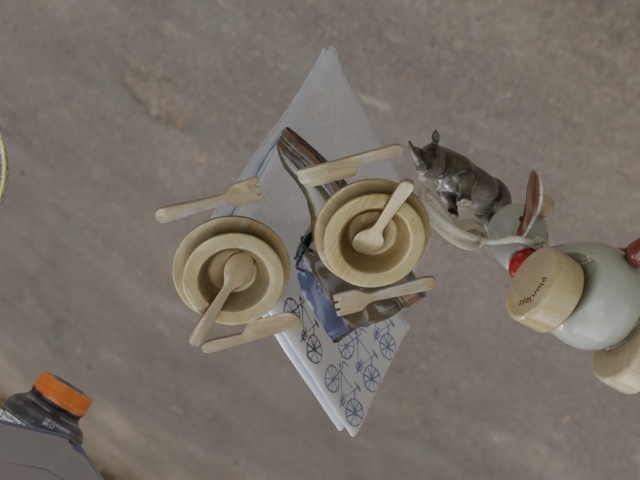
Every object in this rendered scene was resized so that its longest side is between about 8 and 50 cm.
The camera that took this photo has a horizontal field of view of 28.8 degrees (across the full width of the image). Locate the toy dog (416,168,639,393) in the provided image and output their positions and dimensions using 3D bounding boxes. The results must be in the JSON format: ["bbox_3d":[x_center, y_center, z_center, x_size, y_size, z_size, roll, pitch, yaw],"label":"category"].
[{"bbox_3d":[0.269,0.008,1.314,0.220,0.161,0.333,28,-164,-39],"label":"toy dog"}]

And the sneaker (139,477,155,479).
[{"bbox_3d":[-0.207,0.319,1.272,0.085,0.152,0.058,-13,154,43],"label":"sneaker"}]

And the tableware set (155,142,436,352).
[{"bbox_3d":[-0.013,0.013,0.907,0.194,0.039,0.128,-16,116,2],"label":"tableware set"}]

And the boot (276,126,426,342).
[{"bbox_3d":[0.000,0.000,1.218,0.219,0.106,0.082,52,-171,-12],"label":"boot"}]

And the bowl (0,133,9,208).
[{"bbox_3d":[-0.346,-0.059,1.131,0.170,0.170,0.080,27,-176,12],"label":"bowl"}]

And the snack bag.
[{"bbox_3d":[0.024,-0.004,1.438,0.037,0.342,0.323,-8,127,35],"label":"snack bag"}]

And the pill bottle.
[{"bbox_3d":[-0.435,0.314,1.823,0.130,0.245,0.130,32,171,6],"label":"pill bottle"}]

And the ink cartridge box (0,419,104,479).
[{"bbox_3d":[-0.385,0.337,1.059,0.270,0.395,0.151,26,-168,-44],"label":"ink cartridge box"}]

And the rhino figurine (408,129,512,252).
[{"bbox_3d":[0.202,-0.083,1.832,0.073,0.106,0.243,-27,135,34],"label":"rhino figurine"}]
